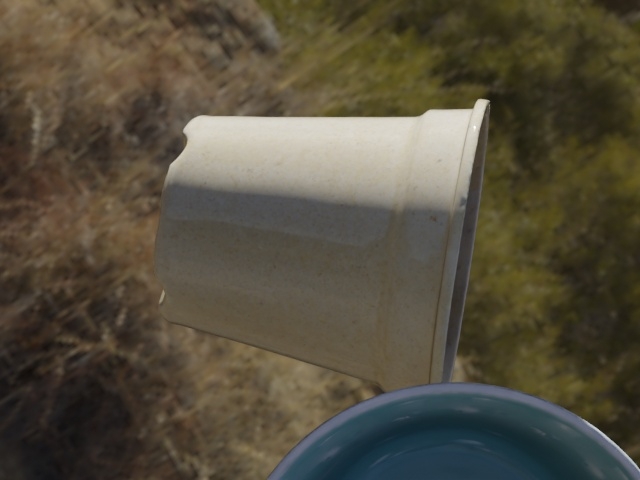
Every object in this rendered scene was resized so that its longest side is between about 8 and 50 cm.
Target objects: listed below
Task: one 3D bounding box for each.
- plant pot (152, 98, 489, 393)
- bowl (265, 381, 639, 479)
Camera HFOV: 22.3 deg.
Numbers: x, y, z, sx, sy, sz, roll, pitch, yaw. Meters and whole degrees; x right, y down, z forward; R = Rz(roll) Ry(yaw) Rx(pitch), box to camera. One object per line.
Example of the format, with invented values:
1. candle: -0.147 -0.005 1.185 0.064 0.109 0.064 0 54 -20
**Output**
1. plant pot: 0.000 0.000 1.680 0.334 0.305 0.334 8 90 -83
2. bowl: 0.094 0.245 1.158 0.311 0.311 0.163 58 3 -1
